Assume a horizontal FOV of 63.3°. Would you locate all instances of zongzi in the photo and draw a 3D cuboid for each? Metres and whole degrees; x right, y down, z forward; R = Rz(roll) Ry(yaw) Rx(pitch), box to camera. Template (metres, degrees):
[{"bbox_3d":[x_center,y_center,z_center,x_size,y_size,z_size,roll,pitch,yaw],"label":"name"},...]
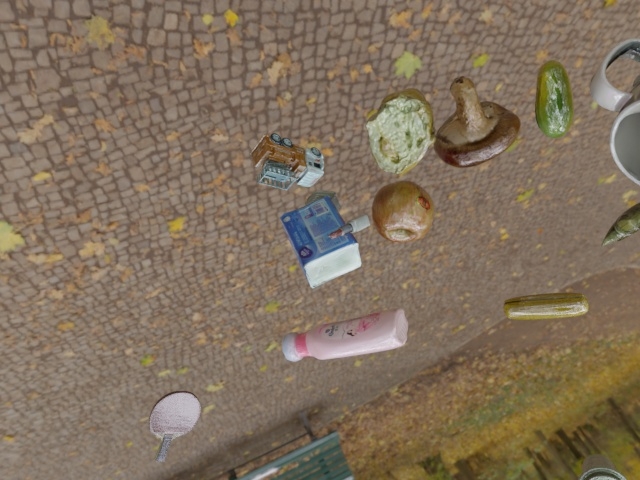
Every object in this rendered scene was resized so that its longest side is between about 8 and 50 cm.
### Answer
[{"bbox_3d":[0.733,-0.038,1.240,0.104,0.052,0.113,-30,158,-24],"label":"zongzi"}]

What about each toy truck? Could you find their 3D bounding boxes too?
[{"bbox_3d":[-0.073,-0.181,1.276,0.177,0.115,0.080,10,144,-34],"label":"toy truck"}]

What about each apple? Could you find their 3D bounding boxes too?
[{"bbox_3d":[0.273,-0.097,1.734,0.211,0.188,0.211,6,155,3],"label":"apple"}]

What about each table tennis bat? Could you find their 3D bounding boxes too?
[{"bbox_3d":[-0.287,0.357,0.999,0.095,0.014,0.158,13,104,-31],"label":"table tennis bat"}]

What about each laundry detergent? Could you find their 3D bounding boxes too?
[{"bbox_3d":[0.058,0.254,1.364,0.335,0.088,0.159,-15,-171,24],"label":"laundry detergent"}]

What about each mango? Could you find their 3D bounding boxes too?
[{"bbox_3d":[0.562,-0.339,1.239,0.122,0.085,0.191,-39,128,-40],"label":"mango"}]

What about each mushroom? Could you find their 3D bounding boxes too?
[{"bbox_3d":[0.475,-0.353,1.673,0.254,0.267,0.267,25,125,-16],"label":"mushroom"}]

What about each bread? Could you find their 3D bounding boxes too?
[{"bbox_3d":[0.239,-0.325,1.513,0.196,0.252,0.239,-10,114,18],"label":"bread"}]

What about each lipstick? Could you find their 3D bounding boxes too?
[{"bbox_3d":[0.055,-0.024,1.041,0.107,0.025,0.025,-25,-170,-40],"label":"lipstick"}]

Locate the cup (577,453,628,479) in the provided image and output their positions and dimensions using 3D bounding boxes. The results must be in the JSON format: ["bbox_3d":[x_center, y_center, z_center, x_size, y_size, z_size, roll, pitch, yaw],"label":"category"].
[{"bbox_3d":[0.694,0.595,1.285,0.120,0.120,0.141,-41,172,17],"label":"cup"}]

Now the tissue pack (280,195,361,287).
[{"bbox_3d":[0.000,0.000,1.789,0.198,0.263,0.146,-23,139,-6],"label":"tissue pack"}]

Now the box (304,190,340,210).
[{"bbox_3d":[0.012,-0.134,1.945,0.084,0.122,0.069,-53,130,-27],"label":"box"}]

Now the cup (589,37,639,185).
[{"bbox_3d":[0.623,-0.246,0.899,0.258,0.289,0.219,-52,163,-23],"label":"cup"}]

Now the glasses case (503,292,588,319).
[{"bbox_3d":[0.668,0.197,1.546,0.234,0.064,0.079,-9,136,26],"label":"glasses case"}]
